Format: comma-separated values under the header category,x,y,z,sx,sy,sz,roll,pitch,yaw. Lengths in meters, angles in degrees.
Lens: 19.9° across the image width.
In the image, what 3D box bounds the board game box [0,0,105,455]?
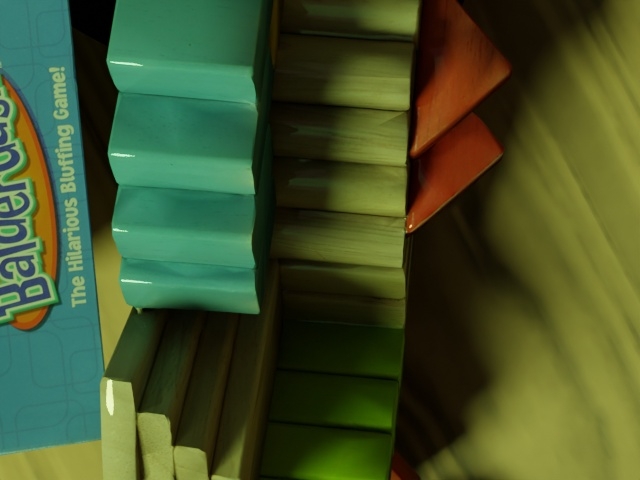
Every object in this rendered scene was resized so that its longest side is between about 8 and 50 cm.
category,x,y,z,sx,sy,sz,roll,pitch,yaw
board game box,-0.121,-0.032,0.635,0.047,0.210,0.160,-8,102,-16

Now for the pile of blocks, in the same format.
category,x,y,z,sx,sy,sz,roll,pitch,yaw
pile of blocks,0.000,0.000,0.577,0.113,0.149,0.362,4,121,6

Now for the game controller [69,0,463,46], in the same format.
category,x,y,z,sx,sy,sz,roll,pitch,yaw
game controller,0.010,-0.195,0.605,0.166,0.067,0.319,30,113,15
